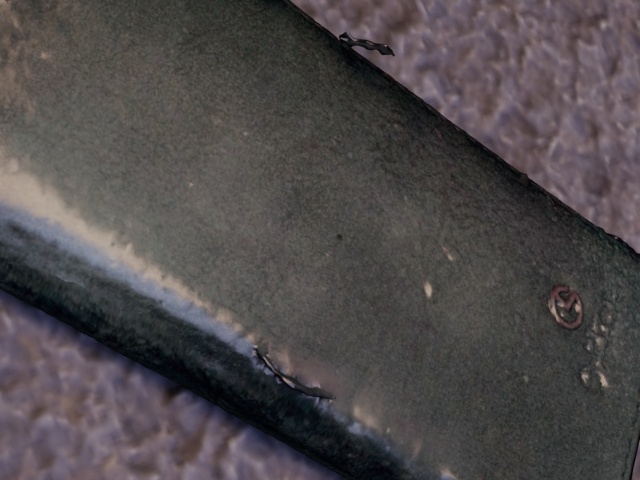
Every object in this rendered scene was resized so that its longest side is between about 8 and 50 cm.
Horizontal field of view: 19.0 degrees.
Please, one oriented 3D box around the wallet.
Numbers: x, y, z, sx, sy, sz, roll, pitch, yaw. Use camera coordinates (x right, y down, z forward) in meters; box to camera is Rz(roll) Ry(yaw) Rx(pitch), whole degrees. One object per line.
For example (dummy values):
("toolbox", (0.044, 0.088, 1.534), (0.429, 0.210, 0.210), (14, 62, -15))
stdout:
("wallet", (0.000, 0.000, 0.828), (0.379, 0.046, 0.190), (32, 59, -23))
